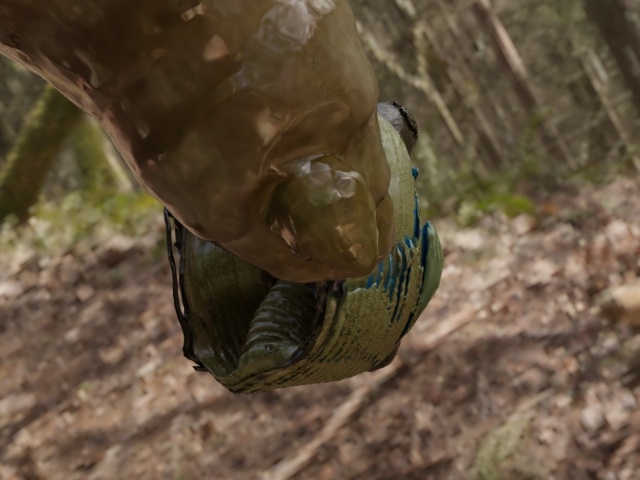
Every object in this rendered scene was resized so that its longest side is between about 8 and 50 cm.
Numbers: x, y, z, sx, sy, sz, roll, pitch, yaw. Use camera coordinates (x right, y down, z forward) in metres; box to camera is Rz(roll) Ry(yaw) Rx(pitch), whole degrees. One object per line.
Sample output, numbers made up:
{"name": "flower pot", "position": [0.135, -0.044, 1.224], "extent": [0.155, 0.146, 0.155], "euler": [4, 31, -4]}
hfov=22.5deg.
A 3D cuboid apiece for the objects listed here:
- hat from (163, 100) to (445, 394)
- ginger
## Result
{"name": "hat", "position": [0.000, 0.000, 0.417], "extent": [0.059, 0.077, 0.076], "euler": [4, -18, -30]}
{"name": "ginger", "position": [-0.063, -0.079, 0.324], "extent": [0.074, 0.213, 0.137], "euler": [-44, 31, 18]}
